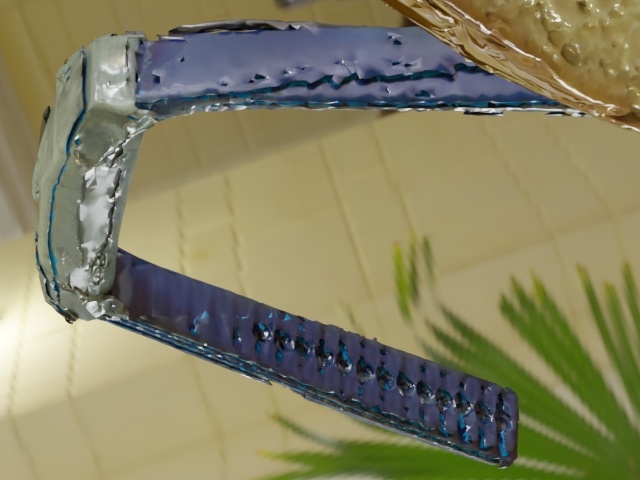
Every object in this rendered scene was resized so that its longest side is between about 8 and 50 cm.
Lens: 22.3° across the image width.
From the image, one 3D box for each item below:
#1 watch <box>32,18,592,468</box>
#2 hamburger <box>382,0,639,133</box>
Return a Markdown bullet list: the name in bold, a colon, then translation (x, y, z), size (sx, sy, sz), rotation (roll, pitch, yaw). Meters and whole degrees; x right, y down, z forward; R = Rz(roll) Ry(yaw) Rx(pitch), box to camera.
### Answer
- **watch**: translation (-0.007, 0.009, 0.827), size (0.068, 0.274, 0.276), rotation (-101, 14, -47)
- **hamburger**: translation (0.054, -0.152, 0.567), size (0.282, 0.155, 0.245), rotation (31, -176, 11)
